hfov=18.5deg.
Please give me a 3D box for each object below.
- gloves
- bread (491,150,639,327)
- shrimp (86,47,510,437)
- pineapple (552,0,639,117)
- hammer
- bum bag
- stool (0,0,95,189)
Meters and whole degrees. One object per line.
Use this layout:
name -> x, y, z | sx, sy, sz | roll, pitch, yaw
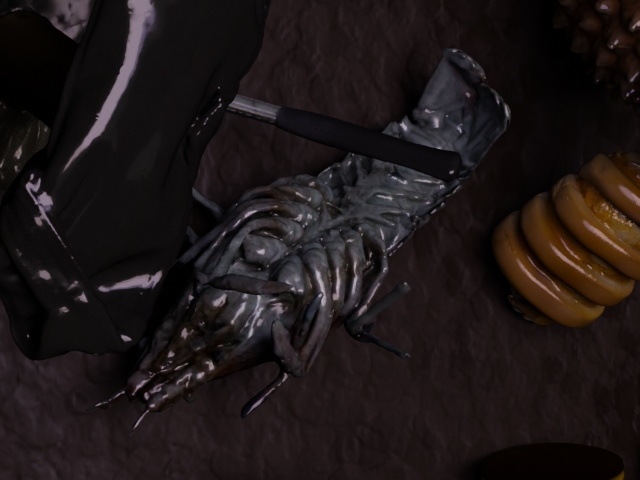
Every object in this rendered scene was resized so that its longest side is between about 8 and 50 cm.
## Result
gloves -> 0.196, 0.326, 1.629 | 0.133, 0.116, 0.294 | -4, 102, -5
bread -> 0.223, 0.000, 1.615 | 0.119, 0.177, 0.084 | 37, 33, -21
shrimp -> -0.003, 0.004, 1.471 | 0.221, 0.166, 0.410 | 43, 48, 11
pineapple -> 0.309, -0.148, 1.543 | 0.223, 0.223, 0.357 | 18, 39, -31
hammer -> -0.012, -0.090, 1.439 | 0.246, 0.029, 0.103 | 15, 57, 12
bum bag -> -0.116, -0.081, 1.184 | 0.142, 0.079, 0.326 | 29, 80, -38
stool -> -0.176, -0.214, 1.299 | 0.310, 0.226, 0.310 | 45, 75, -27
